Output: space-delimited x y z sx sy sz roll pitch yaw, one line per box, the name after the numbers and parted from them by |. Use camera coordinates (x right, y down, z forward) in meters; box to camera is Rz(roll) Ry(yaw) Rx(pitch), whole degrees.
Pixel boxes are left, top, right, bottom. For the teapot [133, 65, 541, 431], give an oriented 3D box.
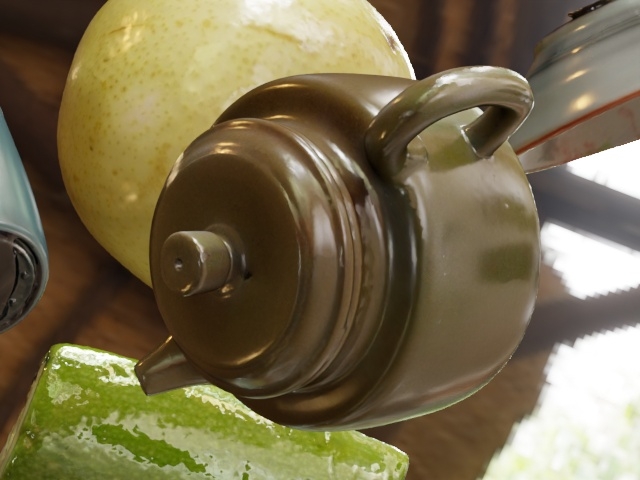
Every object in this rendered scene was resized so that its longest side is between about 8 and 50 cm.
0.000 0.000 1.003 0.175 0.185 0.267 -7 -31 -48 | teapot

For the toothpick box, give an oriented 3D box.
-0.239 -0.024 1.243 0.120 0.184 0.120 -14 -48 -17 | toothpick box

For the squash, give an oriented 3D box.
-0.106 0.209 1.490 0.111 0.289 0.203 -84 19 -52 | squash

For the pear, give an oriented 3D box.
-0.072 -0.091 1.630 0.309 0.309 0.309 -51 -26 -37 | pear

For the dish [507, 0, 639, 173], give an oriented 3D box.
0.230 -0.130 1.406 0.260 0.260 0.085 -3 -109 -68 | dish
